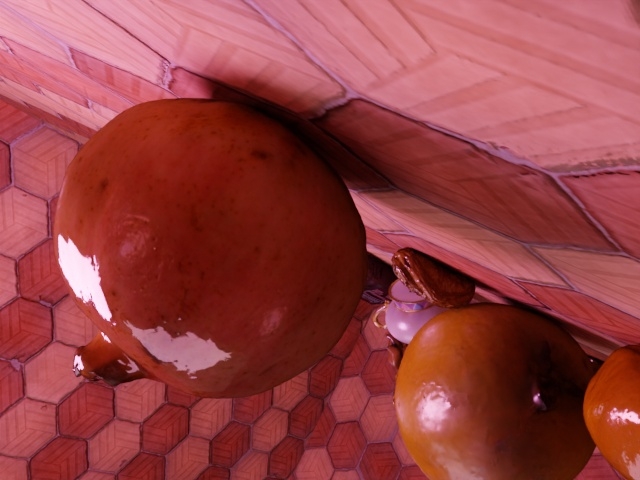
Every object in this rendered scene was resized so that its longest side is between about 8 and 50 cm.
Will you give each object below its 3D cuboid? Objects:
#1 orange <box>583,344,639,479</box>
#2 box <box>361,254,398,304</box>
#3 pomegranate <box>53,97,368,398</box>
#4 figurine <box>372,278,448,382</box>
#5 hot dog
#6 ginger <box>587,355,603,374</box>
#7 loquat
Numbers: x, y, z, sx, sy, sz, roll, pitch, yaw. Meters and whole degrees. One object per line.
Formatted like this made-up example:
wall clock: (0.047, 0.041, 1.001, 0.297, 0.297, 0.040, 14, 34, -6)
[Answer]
orange: (0.467, 0.255, 0.933, 0.249, 0.183, 0.249, 25, 177, 1)
box: (0.097, 0.083, 1.599, 0.120, 0.068, 0.224, -8, 156, 36)
pomegranate: (-0.118, 0.024, 0.728, 0.338, 0.338, 0.338, 26, 175, 2)
figurine: (0.201, 0.195, 1.358, 0.190, 0.142, 0.263, 2, 122, 29)
hot dog: (0.178, 0.065, 1.153, 0.147, 0.065, 0.099, 25, -178, -14)
ginger: (0.521, 0.266, 1.449, 0.162, 0.073, 0.103, 21, 174, 40)
loquat: (0.270, 0.268, 1.172, 0.329, 0.328, 0.359, 27, 150, -10)
